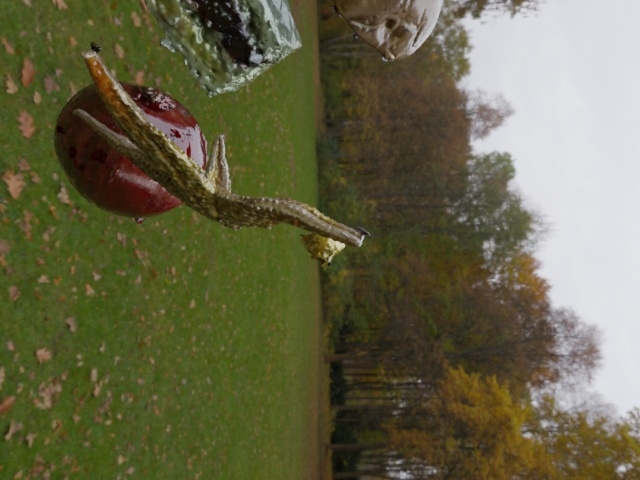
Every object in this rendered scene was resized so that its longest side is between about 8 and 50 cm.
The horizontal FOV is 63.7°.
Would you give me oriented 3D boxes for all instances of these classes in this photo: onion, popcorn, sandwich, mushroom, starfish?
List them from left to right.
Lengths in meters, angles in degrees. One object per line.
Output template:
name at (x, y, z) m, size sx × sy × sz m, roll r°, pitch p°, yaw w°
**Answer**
onion at (-0.345, -0.177, 0.960) m, size 0.276 × 0.276 × 0.276 m, roll -2°, pitch 90°, yaw -89°
starfish at (-0.169, -0.111, 0.747) m, size 0.132 × 0.384 × 0.398 m, roll -53°, pitch -158°, yaw -2°
sandwich at (-0.134, -0.343, 0.640) m, size 0.262 × 0.131 × 0.325 m, roll 22°, pitch 50°, yaw -70°
popcorn at (0.000, 0.000, 0.923) m, size 0.084 × 0.084 × 0.084 m, roll -2°, pitch 90°, yaw -89°
mushroom at (0.145, -0.431, 0.927) m, size 0.285 × 0.151 × 0.156 m, roll 2°, pitch 71°, yaw -53°
